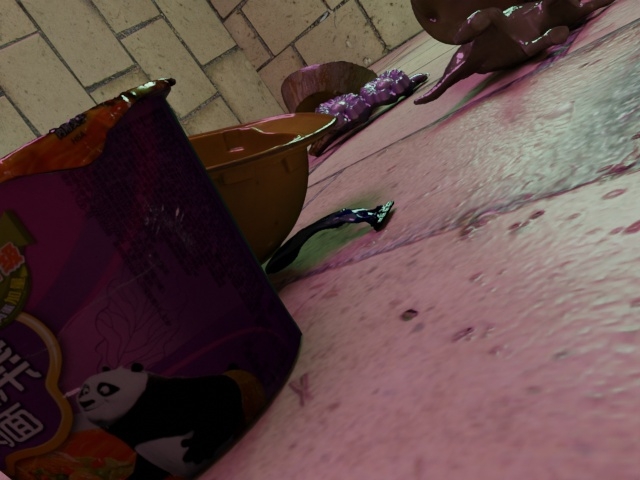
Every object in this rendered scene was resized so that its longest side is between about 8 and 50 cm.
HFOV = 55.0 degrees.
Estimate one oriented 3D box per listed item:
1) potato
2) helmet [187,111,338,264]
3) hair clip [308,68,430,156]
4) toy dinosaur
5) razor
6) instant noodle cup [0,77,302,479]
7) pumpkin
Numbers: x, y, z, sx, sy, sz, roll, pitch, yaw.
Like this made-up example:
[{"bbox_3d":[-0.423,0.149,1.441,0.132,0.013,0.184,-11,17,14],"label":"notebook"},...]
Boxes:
[{"bbox_3d":[0.285,-0.459,1.012,0.326,0.221,0.243,-41,-21,-30],"label":"potato"},{"bbox_3d":[-0.098,-0.034,0.617,0.257,0.140,0.205,-18,21,-24],"label":"helmet"},{"bbox_3d":[0.081,-0.259,1.197,0.292,0.084,0.106,-30,31,3],"label":"hair clip"},{"bbox_3d":[0.249,-0.260,0.759,0.294,0.077,0.162,-24,6,-13],"label":"toy dinosaur"},{"bbox_3d":[-0.002,-0.004,0.575,0.155,0.028,0.044,-26,16,35],"label":"razor"},{"bbox_3d":[-0.142,0.044,0.402,0.251,0.190,0.251,-33,14,9],"label":"instant noodle cup"},{"bbox_3d":[0.020,-0.286,1.312,0.217,0.217,0.110,-21,58,47],"label":"pumpkin"}]
